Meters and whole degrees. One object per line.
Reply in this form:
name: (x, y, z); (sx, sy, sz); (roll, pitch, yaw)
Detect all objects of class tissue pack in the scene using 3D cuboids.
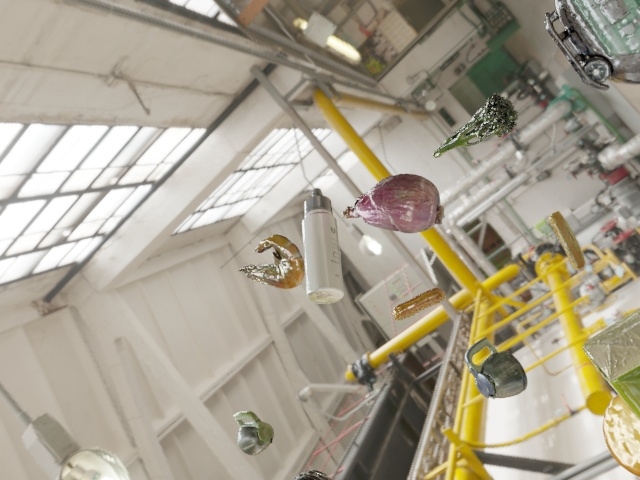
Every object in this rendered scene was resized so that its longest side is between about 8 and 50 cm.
tissue pack: (0.693, 0.281, 1.063); (0.274, 0.200, 0.167); (49, -166, -11)

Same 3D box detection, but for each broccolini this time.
broccolini: (0.285, -0.199, 1.017); (0.058, 0.201, 0.073); (25, -114, -14)

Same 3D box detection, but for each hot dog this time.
hot dog: (0.543, 0.000, 1.203); (0.044, 0.028, 0.137); (-25, -97, -24)
hot dog: (0.284, 0.186, 1.591); (0.045, 0.165, 0.071); (66, -164, 16)

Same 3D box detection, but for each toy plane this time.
toy plane: (0.415, -0.241, 0.694); (0.381, 0.155, 0.106); (55, -149, 2)

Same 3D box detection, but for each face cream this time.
face cream: (0.000, 0.000, 1.360); (0.092, 0.092, 0.311); (28, -134, -44)

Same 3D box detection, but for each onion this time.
onion: (0.228, -0.138, 1.791); (0.267, 0.349, 0.158); (-44, -44, -66)

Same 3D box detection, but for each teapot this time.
teapot: (0.433, 0.326, 1.360); (0.111, 0.108, 0.149); (-18, 92, 67)
teapot: (-0.186, 0.542, 1.537); (0.124, 0.091, 0.092); (36, -139, -25)

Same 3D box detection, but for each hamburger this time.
hamburger: (0.878, 0.501, 1.418); (0.170, 0.246, 0.246); (12, -142, -27)

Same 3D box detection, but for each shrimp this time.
shrimp: (-0.134, 0.065, 1.466); (0.068, 0.249, 0.150); (-16, -88, -49)

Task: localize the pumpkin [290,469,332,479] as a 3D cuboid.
pumpkin: (-0.050, 0.679, 1.361); (0.163, 0.233, 0.233); (57, -158, 16)
